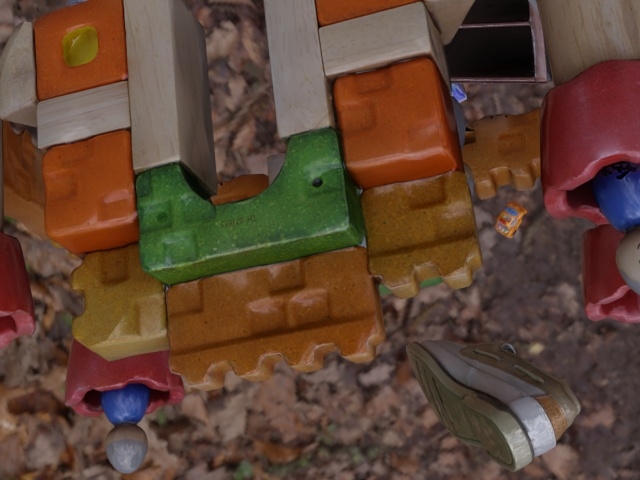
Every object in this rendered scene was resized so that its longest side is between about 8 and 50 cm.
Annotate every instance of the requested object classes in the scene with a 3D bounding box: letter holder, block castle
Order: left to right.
[{"bbox_3d":[0.000,0.000,0.686,0.453,0.213,0.303,-12,159,14],"label":"block castle"},{"bbox_3d":[0.223,-0.329,1.494,0.214,0.302,0.152,2,120,25],"label":"letter holder"}]

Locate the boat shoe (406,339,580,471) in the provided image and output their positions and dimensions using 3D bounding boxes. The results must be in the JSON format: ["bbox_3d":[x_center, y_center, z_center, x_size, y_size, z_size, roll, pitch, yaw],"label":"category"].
[{"bbox_3d":[0.200,0.179,1.358,0.103,0.302,0.113,-27,111,-12],"label":"boat shoe"}]

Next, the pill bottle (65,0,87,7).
[{"bbox_3d":[-0.266,-0.241,1.403,0.108,0.108,0.180,15,79,-36],"label":"pill bottle"}]

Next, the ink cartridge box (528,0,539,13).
[{"bbox_3d":[0.282,-0.275,1.032,0.190,0.140,0.082,-35,124,2],"label":"ink cartridge box"}]

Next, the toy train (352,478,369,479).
[{"bbox_3d":[0.036,0.322,0.700,0.142,0.334,0.190,7,138,-34],"label":"toy train"}]

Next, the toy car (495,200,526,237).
[{"bbox_3d":[0.283,-0.062,1.863,0.060,0.122,0.040,-46,160,27],"label":"toy car"}]

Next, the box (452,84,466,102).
[{"bbox_3d":[0.176,-0.234,1.605,0.028,0.136,0.081,-28,98,14],"label":"box"}]
